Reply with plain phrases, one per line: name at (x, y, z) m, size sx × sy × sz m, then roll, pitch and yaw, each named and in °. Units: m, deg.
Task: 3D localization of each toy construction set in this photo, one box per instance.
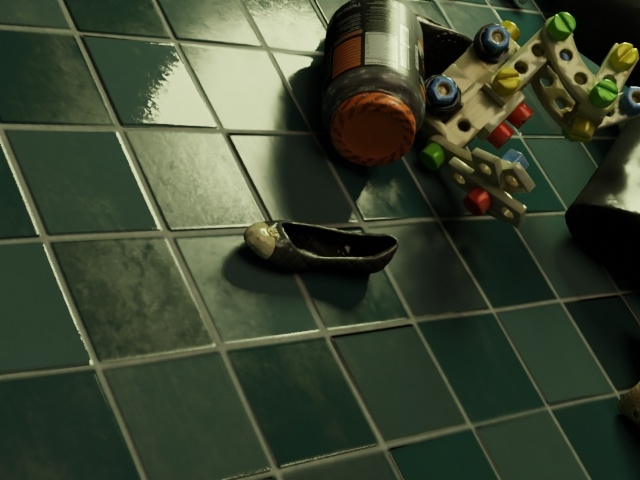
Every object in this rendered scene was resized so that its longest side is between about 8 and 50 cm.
toy construction set at (0.235, -0.145, 1.382) m, size 0.215 × 0.151 × 0.327 m, roll 44°, pitch 56°, yaw 4°

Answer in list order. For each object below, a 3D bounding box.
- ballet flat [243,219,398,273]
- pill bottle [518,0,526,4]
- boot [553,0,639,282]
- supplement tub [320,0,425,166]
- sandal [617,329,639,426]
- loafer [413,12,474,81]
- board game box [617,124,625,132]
ballet flat at (0.000, 0.000, 1.150) m, size 0.173 × 0.049 × 0.057 m, roll 6°, pitch 49°, yaw -37°
pill bottle at (0.287, -0.397, 1.775) m, size 0.083 × 0.043 × 0.043 m, roll 45°, pitch 38°, yaw 3°
boot at (0.420, -0.151, 1.566) m, size 0.367 × 0.146 × 0.445 m, roll 23°, pitch 55°, yaw 15°
supplement tub at (0.059, -0.179, 1.316) m, size 0.117 × 0.117 × 0.190 m, roll 25°, pitch 42°, yaw -20°
sandal at (0.366, 0.175, 1.296) m, size 0.079 × 0.088 × 0.240 m, roll 0°, pitch 39°, yaw -1°
loafer at (0.119, -0.252, 1.465) m, size 0.220 × 0.080 × 0.078 m, roll 23°, pitch 22°, yaw -32°
board game box at (0.543, -0.049, 1.655) m, size 0.193 × 0.053 × 0.305 m, roll 18°, pitch 44°, yaw -26°
